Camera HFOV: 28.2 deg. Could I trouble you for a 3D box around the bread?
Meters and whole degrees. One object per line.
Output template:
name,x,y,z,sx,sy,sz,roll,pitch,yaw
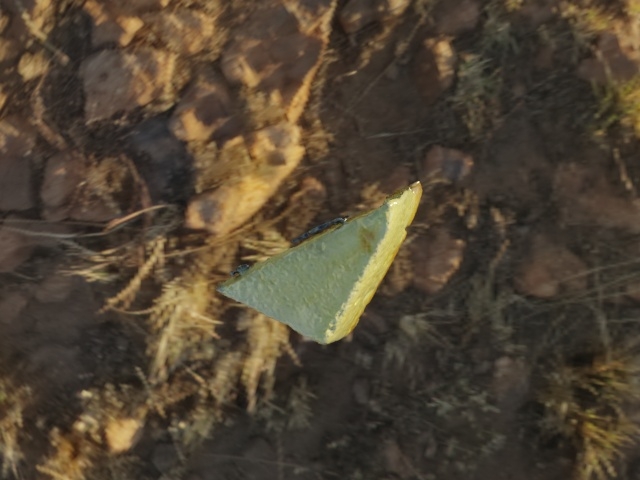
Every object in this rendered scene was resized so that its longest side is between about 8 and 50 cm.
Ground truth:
bread,0.000,0.000,0.742,0.080,0.084,0.109,29,101,9
